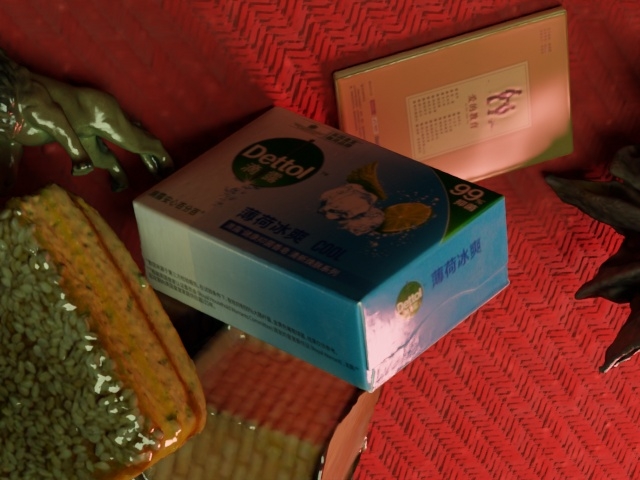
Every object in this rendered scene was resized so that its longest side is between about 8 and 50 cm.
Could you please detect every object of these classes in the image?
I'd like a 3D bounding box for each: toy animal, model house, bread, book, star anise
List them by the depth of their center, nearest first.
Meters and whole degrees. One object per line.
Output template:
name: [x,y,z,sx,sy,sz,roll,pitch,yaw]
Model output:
bread: [-0.204,0.090,1.122,0.234,0.110,0.184,-27,94,24]
toy animal: [-0.157,-0.061,1.132,0.069,0.086,0.219,-19,147,39]
model house: [-0.058,0.113,1.237,0.172,0.183,0.166,21,119,8]
book: [0.094,-0.087,1.269,0.172,0.012,0.118,-17,127,-13]
star anise: [0.279,-0.018,1.333,0.212,0.129,0.283,-4,118,-28]

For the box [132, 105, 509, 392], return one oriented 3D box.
box: [0.000,0.001,1.142,0.139,0.194,0.073,-36,134,-35]
